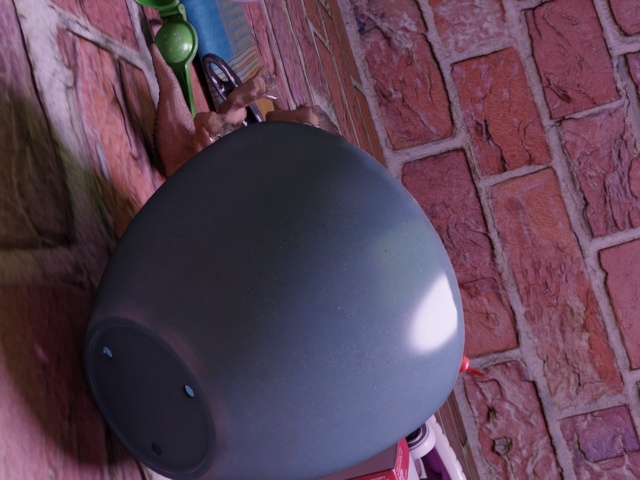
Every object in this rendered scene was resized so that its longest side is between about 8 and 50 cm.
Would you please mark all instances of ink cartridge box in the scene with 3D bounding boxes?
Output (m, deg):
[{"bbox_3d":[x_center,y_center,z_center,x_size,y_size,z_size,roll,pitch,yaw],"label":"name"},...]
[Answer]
[{"bbox_3d":[0.065,0.349,1.232,0.127,0.128,0.176,-64,135,-74],"label":"ink cartridge box"}]

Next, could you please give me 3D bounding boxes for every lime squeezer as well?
[{"bbox_3d":[-0.180,-0.241,1.116,0.110,0.059,0.310,-90,160,-58],"label":"lime squeezer"}]

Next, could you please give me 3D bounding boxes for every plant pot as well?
[{"bbox_3d":[-0.065,0.075,0.759,0.195,0.290,0.290,-33,108,-44],"label":"plant pot"}]

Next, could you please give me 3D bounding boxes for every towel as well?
[{"bbox_3d":[-0.118,-0.213,1.433,0.271,0.040,0.370,-64,138,-73],"label":"towel"}]

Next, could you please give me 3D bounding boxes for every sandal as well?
[{"bbox_3d":[0.150,0.337,1.786,0.169,0.102,0.416,84,-19,-65],"label":"sandal"}]

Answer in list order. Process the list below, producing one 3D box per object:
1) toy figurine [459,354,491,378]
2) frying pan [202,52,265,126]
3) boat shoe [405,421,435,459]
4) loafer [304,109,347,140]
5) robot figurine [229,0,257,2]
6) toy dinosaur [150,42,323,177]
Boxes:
[{"bbox_3d":[-0.016,0.121,0.968,0.191,0.217,0.362,35,-4,38],"label":"toy figurine"},{"bbox_3d":[-0.026,-0.097,1.189,0.326,0.197,0.053,87,2,-56],"label":"frying pan"},{"bbox_3d":[0.114,0.279,1.619,0.076,0.080,0.228,56,-2,-23],"label":"boat shoe"},{"bbox_3d":[-0.007,-0.154,1.738,0.268,0.092,0.101,37,37,-69],"label":"loafer"},{"bbox_3d":[-0.106,-0.378,1.067,0.353,0.300,0.199,6,85,-77],"label":"robot figurine"},{"bbox_3d":[-0.097,-0.078,1.073,0.296,0.200,0.127,32,55,-27],"label":"toy dinosaur"}]
